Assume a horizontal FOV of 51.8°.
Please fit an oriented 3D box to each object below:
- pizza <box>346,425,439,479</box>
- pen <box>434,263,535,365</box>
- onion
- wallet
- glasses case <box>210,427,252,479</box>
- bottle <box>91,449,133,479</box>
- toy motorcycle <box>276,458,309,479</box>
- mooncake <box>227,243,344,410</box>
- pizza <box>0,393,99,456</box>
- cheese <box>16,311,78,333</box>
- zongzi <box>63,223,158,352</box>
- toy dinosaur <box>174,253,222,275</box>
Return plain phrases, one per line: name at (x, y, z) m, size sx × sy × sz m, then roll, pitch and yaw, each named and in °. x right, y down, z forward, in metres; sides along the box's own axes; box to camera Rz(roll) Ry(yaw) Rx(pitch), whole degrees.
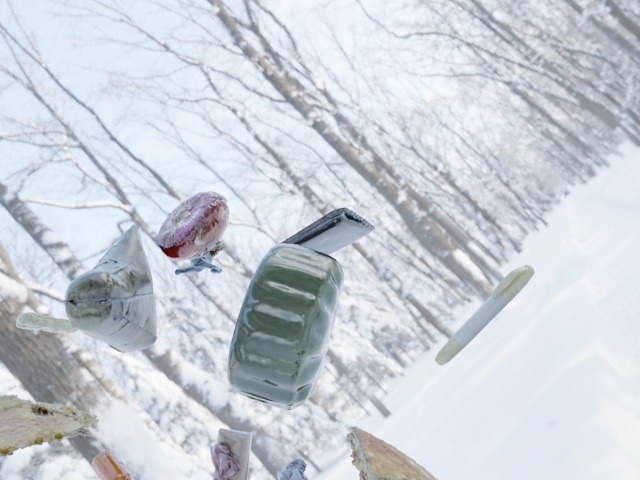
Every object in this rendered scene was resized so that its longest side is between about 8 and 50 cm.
pizza at (0.102, 0.396, 1.135) m, size 0.193 × 0.201 × 0.053 m, roll 19°, pitch -80°, yaw -59°
pen at (0.280, 0.126, 1.130) m, size 0.233 × 0.032 × 0.040 m, roll -46°, pitch -54°, yaw 0°
onion at (-0.331, -0.028, 1.815) m, size 0.230 × 0.163 × 0.230 m, roll -35°, pitch 31°, yaw 26°
wallet at (0.000, 0.000, 1.639) m, size 0.245 × 0.052 × 0.168 m, roll -29°, pitch -26°, yaw 25°
glasses case at (-0.215, 0.518, 1.464) m, size 0.070 × 0.102 × 0.193 m, roll -26°, pitch -57°, yaw -81°
bottle at (-0.513, 0.613, 1.673) m, size 0.069 × 0.187 × 0.069 m, roll -22°, pitch -54°, yaw -34°
toy motorcycle at (-0.072, 0.633, 1.648) m, size 0.122 × 0.080 × 0.215 m, roll -33°, pitch 15°, yaw -3°
mooncake at (-0.064, 0.185, 1.422) m, size 0.351 × 0.187 × 0.351 m, roll 19°, pitch -90°, yaw -82°
pizza at (-0.605, 0.367, 1.327) m, size 0.297 × 0.071 × 0.189 m, roll -3°, pitch -47°, yaw -17°
cheese at (-0.823, 0.253, 1.993) m, size 0.065 × 0.043 × 0.194 m, roll -27°, pitch -26°, yaw 25°
zongzi at (-0.561, 0.082, 1.769) m, size 0.174 × 0.393 × 0.356 m, roll -6°, pitch -19°, yaw 4°
toy dinosaur at (-0.326, 0.058, 1.984) m, size 0.248 × 0.188 × 0.075 m, roll -28°, pitch -63°, yaw -66°
